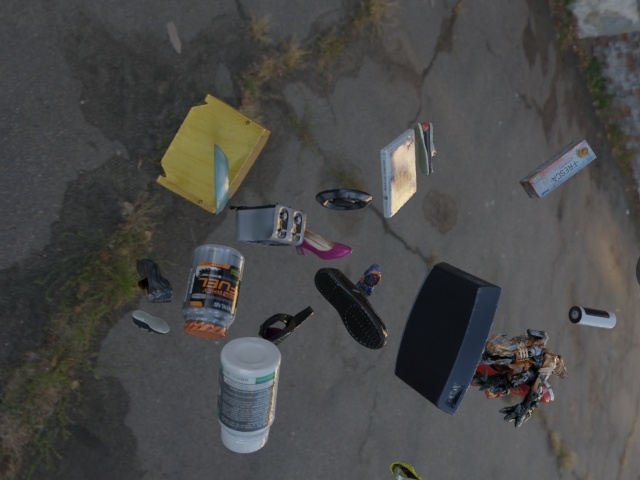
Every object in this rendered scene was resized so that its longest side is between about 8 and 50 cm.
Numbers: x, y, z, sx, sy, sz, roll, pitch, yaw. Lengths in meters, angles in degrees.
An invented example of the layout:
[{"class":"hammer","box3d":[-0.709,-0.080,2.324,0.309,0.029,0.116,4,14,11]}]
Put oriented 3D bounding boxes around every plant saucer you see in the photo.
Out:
[{"class":"plant saucer","box3d":[-0.270,-0.166,1.499,0.037,0.195,0.195,-1,92,-11]}]

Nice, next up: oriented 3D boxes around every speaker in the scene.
[{"class":"speaker","box3d":[0.826,0.234,1.667,0.136,0.055,0.055,10,82,-18]}]

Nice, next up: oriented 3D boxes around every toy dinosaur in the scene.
[{"class":"toy dinosaur","box3d":[0.498,0.315,1.320,0.321,0.164,0.219,24,107,-13]}]

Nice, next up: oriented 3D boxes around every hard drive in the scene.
[{"class":"hard drive","box3d":[0.231,0.180,1.050,0.054,0.172,0.255,12,100,-34]}]

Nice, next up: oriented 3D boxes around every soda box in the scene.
[{"class":"soda box","box3d":[0.610,-0.182,1.417,0.183,0.063,0.058,-36,97,0]}]

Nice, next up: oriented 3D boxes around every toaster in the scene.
[{"class":"toaster","box3d":[-0.160,-0.045,1.660,0.168,0.185,0.110,15,75,-59]}]

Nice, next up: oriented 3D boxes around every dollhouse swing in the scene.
[{"class":"dollhouse swing","box3d":[-0.378,-0.321,2.005,0.315,0.305,0.347,30,101,-19]}]

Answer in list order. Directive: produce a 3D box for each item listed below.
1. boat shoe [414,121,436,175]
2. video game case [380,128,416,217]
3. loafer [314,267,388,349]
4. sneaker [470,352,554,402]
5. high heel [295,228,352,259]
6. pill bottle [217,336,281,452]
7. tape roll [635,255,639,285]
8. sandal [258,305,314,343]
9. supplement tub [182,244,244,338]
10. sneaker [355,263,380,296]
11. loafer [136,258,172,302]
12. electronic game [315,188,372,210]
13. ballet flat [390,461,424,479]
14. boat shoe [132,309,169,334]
[{"class":"boat shoe","box3d":[0.272,-0.234,1.395,0.043,0.049,0.137,-7,85,-18]},{"class":"video game case","box3d":[0.165,-0.143,1.148,0.157,0.019,0.143,-42,133,-51]},{"class":"loafer","box3d":[0.081,0.141,1.227,0.078,0.080,0.220,-24,72,-49]},{"class":"sneaker","box3d":[0.497,0.388,1.467,0.118,0.279,0.107,-30,101,-20]},{"class":"high heel","box3d":[0.000,0.000,2.006,0.082,0.243,0.117,-40,126,-42]},{"class":"pill bottle","box3d":[-0.249,0.532,1.881,0.204,0.204,0.362,-20,125,-46]},{"class":"tape roll","box3d":[0.852,0.073,1.256,0.072,0.219,0.219,-77,146,-58]},{"class":"sandal","box3d":[-0.174,0.360,2.273,0.107,0.167,0.445,49,23,6]},{"class":"supplement tub","box3d":[-0.393,0.189,2.005,0.193,0.193,0.316,28,60,-45]},{"class":"sneaker","box3d":[0.218,0.186,2.503,0.083,0.221,0.087,29,47,-9]},{"class":"loafer","box3d":[-0.429,0.098,1.368,0.061,0.170,0.062,-9,122,-38]},{"class":"electronic game","box3d":[0.094,-0.166,2.194,0.229,0.229,0.048,15,72,-47]},{"class":"ballet flat","box3d":[0.266,0.722,1.625,0.077,0.231,0.077,31,86,-13]},{"class":"boat shoe","box3d":[-0.477,0.238,1.540,0.046,0.125,0.038,-40,147,-59]}]
